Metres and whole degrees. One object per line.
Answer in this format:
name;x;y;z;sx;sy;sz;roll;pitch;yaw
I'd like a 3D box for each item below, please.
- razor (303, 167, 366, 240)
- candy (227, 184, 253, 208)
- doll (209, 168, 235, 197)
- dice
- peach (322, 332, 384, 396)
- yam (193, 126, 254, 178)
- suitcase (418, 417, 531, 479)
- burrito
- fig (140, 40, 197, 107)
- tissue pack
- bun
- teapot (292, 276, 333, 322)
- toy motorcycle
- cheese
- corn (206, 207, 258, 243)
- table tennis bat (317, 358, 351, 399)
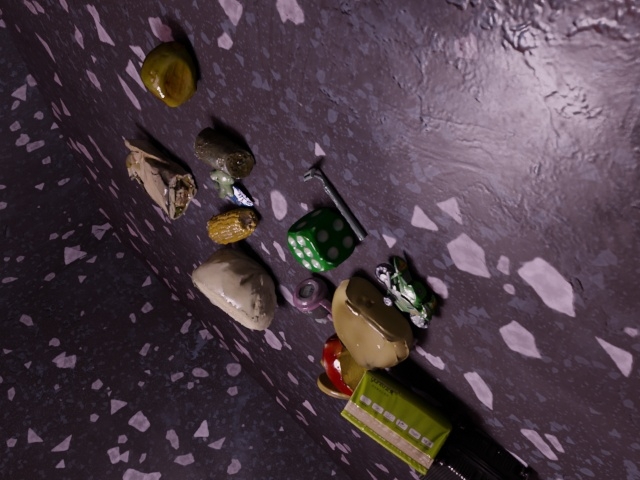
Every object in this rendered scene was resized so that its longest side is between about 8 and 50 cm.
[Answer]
razor;0.041;-0.086;1.159;0.211;0.036;0.084;48;173;-10
candy;-0.266;-0.138;1.570;0.088;0.038;0.136;45;160;-19
doll;-0.299;-0.182;1.490;0.115;0.077;0.150;68;153;19
dice;0.000;0.000;1.232;0.130;0.120;0.128;1;126;56
peach;0.103;0.425;1.626;0.267;0.158;0.154;55;160;-16
yam;-0.276;-0.244;1.369;0.183;0.107;0.107;31;149;28
suitcase;0.429;0.686;1.433;0.229;0.152;0.335;35;151;20
burrito;-0.608;-0.251;1.846;0.331;0.135;0.190;40;144;26
fig;-0.385;-0.429;1.257;0.166;0.144;0.154;132;134;-56
tissue pack;0.224;0.508;1.422;0.274;0.167;0.200;30;178;17
bun;-0.306;0.171;1.864;0.359;0.211;0.360;33;159;14
teapot;0.003;0.193;1.528;0.148;0.116;0.146;-6;139;28
toy motorcycle;0.205;0.124;1.138;0.190;0.074;0.106;52;145;-3
cheese;0.134;0.254;1.373;0.260;0.128;0.316;48;152;25
corn;-0.302;-0.047;1.671;0.115;0.115;0.317;56;153;-15
table tennis bat;0.071;0.497;1.785;0.321;0.198;0.050;-153;69;-69
